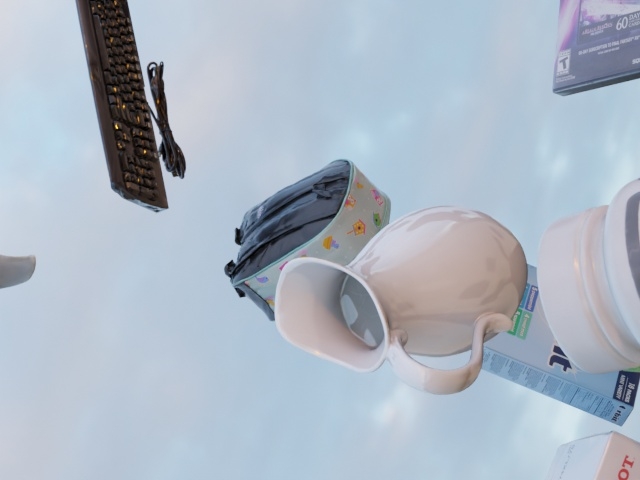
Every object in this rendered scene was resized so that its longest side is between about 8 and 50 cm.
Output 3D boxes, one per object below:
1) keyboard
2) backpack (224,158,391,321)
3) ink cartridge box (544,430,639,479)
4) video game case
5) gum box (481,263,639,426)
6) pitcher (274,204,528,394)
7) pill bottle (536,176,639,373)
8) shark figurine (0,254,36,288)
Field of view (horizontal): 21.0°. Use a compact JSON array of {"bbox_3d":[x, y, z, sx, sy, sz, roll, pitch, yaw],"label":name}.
[{"bbox_3d":[-0.232,-0.185,2.171,0.201,0.033,0.317,26,-131,-64],"label":"keyboard"},{"bbox_3d":[0.000,0.000,2.045,0.188,0.144,0.166,-40,22,31],"label":"backpack"},{"bbox_3d":[0.377,0.362,1.935,0.197,0.270,0.198,131,164,-75],"label":"ink cartridge box"},{"bbox_3d":[0.365,-0.322,2.081,0.026,0.196,0.274,14,-105,-35],"label":"video game case"},{"bbox_3d":[0.286,0.116,2.017,0.157,0.184,0.041,-66,-2,-45],"label":"gum box"},{"bbox_3d":[0.094,0.054,1.404,0.207,0.178,0.125,-17,-47,-45],"label":"pitcher"},{"bbox_3d":[0.412,0.013,1.724,0.204,0.361,0.204,26,-124,-46],"label":"pill bottle"},{"bbox_3d":[-0.367,-0.021,1.564,0.116,0.166,0.278,-26,-83,-46],"label":"shark figurine"}]
